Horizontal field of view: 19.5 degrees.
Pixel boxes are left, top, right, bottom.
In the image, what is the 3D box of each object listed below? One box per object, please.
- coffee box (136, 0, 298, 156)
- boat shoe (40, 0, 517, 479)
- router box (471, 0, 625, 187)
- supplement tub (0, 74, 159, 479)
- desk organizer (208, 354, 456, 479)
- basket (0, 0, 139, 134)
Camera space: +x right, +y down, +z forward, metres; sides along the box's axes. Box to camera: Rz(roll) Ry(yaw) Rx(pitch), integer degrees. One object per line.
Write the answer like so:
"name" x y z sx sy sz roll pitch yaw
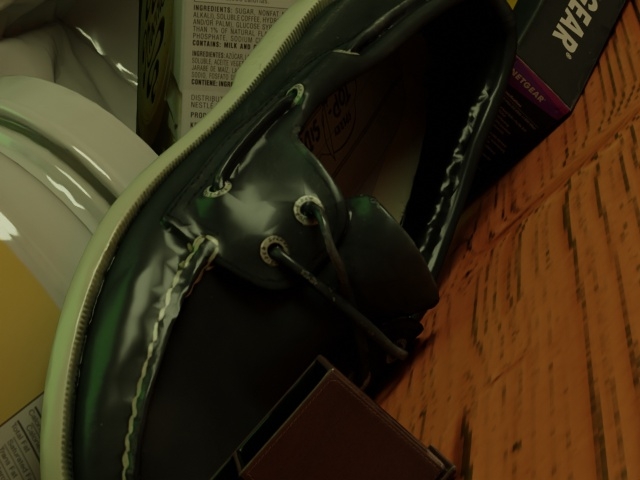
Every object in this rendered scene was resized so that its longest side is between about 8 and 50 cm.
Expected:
"coffee box" -0.040 -0.119 1.094 0.168 0.119 0.297 148 124 -73
"boat shoe" 0.002 0.003 0.777 0.113 0.127 0.340 -10 31 35
"router box" 0.093 -0.089 0.981 0.133 0.046 0.179 -38 13 37
"supplement tub" -0.210 0.094 0.795 0.331 0.241 0.241 -40 -1 -36
"desk organizer" -0.021 0.101 0.587 0.130 0.050 0.047 -49 5 -2
"basket" -0.075 -0.169 1.496 0.331 0.328 0.266 -48 1 13
